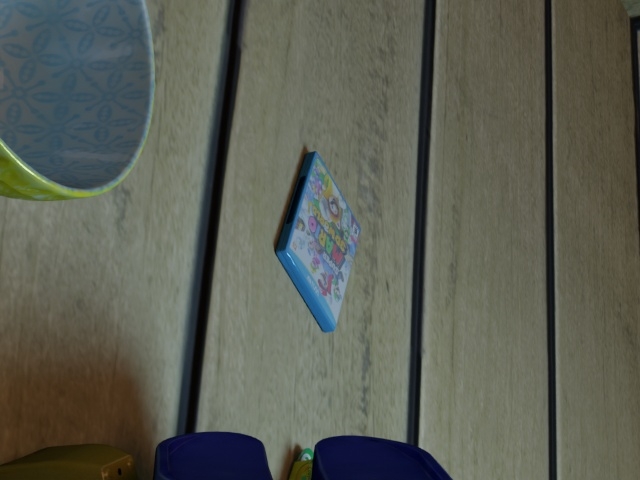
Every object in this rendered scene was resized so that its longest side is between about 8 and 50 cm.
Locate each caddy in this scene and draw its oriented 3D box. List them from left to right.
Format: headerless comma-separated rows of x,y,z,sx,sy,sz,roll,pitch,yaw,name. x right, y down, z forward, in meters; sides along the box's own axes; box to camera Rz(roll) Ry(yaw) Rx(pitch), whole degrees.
-0.018,0.255,1.373,0.341,0.241,0.179,-144,-123,-84,caddy

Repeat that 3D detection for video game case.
0.000,0.000,1.923,0.119,0.015,0.166,60,29,-32,video game case

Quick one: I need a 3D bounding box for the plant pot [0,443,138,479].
-0.180,0.195,1.350,0.081,0.083,0.081,-14,91,-66,plant pot

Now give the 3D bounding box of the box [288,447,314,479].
-0.002,0.291,1.735,0.105,0.043,0.179,61,27,-31,box

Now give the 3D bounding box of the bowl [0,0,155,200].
-0.258,-0.155,1.278,0.289,0.156,0.289,43,40,-51,bowl
